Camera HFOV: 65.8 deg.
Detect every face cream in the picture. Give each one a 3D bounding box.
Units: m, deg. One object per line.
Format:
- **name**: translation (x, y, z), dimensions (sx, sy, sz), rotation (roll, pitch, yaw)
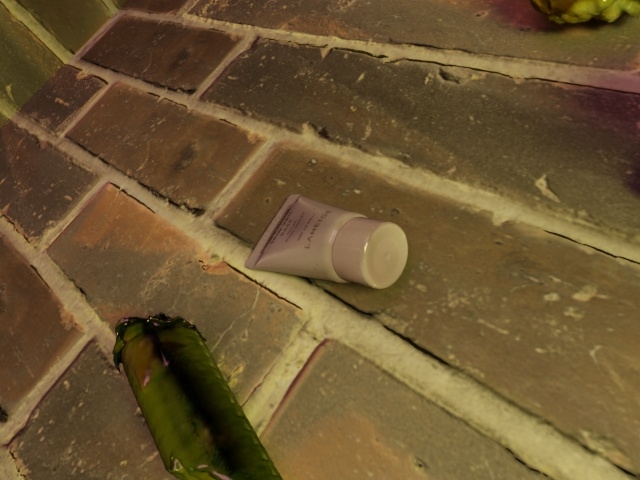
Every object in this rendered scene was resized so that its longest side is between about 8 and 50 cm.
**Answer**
- **face cream**: translation (0.000, 0.000, 0.744), dimensions (0.274, 0.096, 0.154), rotation (11, 67, 48)

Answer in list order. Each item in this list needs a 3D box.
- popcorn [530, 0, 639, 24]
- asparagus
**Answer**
- **popcorn**: translation (0.433, -0.464, 0.706), dimensions (0.282, 0.282, 0.247), rotation (3, 39, 30)
- **asparagus**: translation (-0.161, 0.234, 0.644), dimensions (0.382, 0.129, 0.108), rotation (44, 121, 40)
